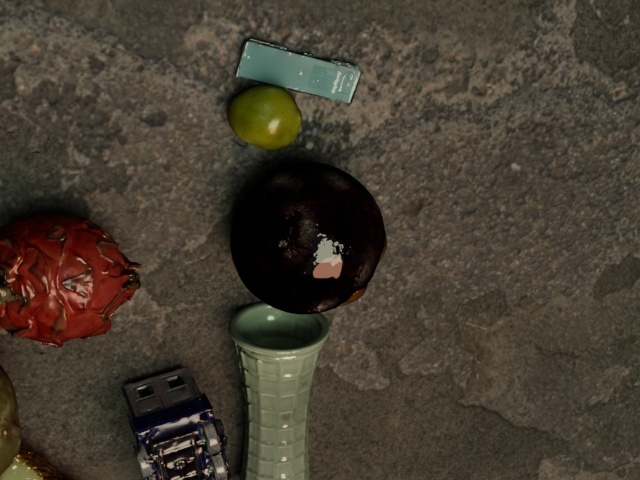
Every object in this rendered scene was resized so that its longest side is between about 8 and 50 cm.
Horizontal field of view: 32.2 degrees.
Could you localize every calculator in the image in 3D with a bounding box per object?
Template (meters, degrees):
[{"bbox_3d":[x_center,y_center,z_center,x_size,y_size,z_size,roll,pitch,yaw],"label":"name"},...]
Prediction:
[{"bbox_3d":[-0.027,-0.225,1.476,0.172,0.018,0.057,9,107,-25],"label":"calculator"}]

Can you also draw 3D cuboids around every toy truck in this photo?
[{"bbox_3d":[-0.197,0.330,1.574,0.124,0.155,0.268,-15,119,-15],"label":"toy truck"}]

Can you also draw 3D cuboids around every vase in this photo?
[{"bbox_3d":[-0.065,0.250,1.604,0.143,0.143,0.299,-6,117,-19],"label":"vase"}]

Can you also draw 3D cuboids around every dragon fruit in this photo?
[{"bbox_3d":[-0.336,0.050,1.389,0.209,0.172,0.172,4,111,-32],"label":"dragon fruit"}]

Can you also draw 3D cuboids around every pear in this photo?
[{"bbox_3d":[-0.072,-0.163,1.447,0.097,0.092,0.092,17,105,-9],"label":"pear"}]

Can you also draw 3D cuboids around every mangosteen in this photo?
[{"bbox_3d":[0.000,0.000,1.497,0.250,0.211,0.211,8,112,-58],"label":"mangosteen"}]

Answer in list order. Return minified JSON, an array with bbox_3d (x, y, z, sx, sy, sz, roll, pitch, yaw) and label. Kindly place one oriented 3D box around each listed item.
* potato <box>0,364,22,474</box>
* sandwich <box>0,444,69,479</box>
[{"bbox_3d":[-0.537,0.220,1.350,0.326,0.221,0.243,-14,108,-2],"label":"potato"},{"bbox_3d":[-0.413,0.413,1.559,0.226,0.087,0.251,-46,121,1],"label":"sandwich"}]
